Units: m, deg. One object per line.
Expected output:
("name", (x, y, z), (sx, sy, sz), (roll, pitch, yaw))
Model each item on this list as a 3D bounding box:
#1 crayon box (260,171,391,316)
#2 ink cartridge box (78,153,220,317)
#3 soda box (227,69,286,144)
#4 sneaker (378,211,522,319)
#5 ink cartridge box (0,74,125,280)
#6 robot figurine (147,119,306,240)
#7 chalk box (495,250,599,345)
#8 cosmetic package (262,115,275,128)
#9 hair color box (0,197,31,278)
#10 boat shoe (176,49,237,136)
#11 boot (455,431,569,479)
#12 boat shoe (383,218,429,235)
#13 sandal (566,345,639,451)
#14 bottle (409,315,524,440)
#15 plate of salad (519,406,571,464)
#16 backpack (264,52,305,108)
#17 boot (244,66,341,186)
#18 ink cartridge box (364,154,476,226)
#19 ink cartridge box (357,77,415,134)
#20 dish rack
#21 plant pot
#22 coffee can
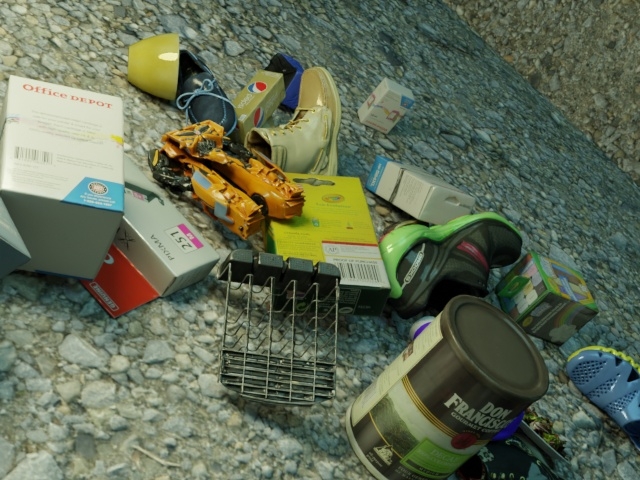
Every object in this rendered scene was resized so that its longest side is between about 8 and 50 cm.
("crayon box", (0.000, 0.000, 1.849), (0.202, 0.081, 0.318), (5, 41, -13))
("ink cartridge box", (-0.327, -0.023, 1.601), (0.275, 0.060, 0.239), (46, 29, 11))
("soda box", (-0.138, -0.278, 2.073), (0.058, 0.061, 0.181), (15, 47, 22))
("sneaker", (0.266, 0.067, 2.064), (0.483, 0.185, 0.202), (-12, 71, -47))
("ink cartridge box", (-0.389, -0.091, 1.460), (0.171, 0.168, 0.232), (11, 47, -22))
("robot figurine", (-0.174, -0.122, 1.812), (0.291, 0.085, 0.211), (39, 43, 26))
("chalk box", (0.488, 0.123, 2.240), (0.213, 0.132, 0.132), (23, 34, -29))
("cosmetic package", (-0.128, -0.234, 2.121), (0.060, 0.041, 0.115), (17, 37, -33))
("hair color box", (-0.542, -0.083, 1.287), (0.374, 0.185, 0.113), (56, 0, 25))
("boat shoe", (-0.249, -0.291, 2.005), (0.258, 0.109, 0.089), (53, -2, 45))
("boot", (0.340, 0.425, 1.711), (0.179, 0.085, 0.236), (8, 31, -41))
("boat shoe", (0.188, -0.025, 2.184), (0.049, 0.056, 0.152), (17, 10, 30))
("sandal", (0.661, 0.351, 2.146), (0.317, 0.126, 0.138), (37, 34, -2))
("bottle", (0.252, 0.242, 1.812), (0.118, 0.092, 0.283), (12, 24, -30))
("plate of salad", (0.401, 0.342, 1.872), (0.200, 0.048, 0.200), (43, 2, -2))
("backpack", (-0.074, -0.367, 2.312), (0.101, 0.098, 0.120), (21, 21, -45))
("boot", (-0.059, -0.234, 2.048), (0.203, 0.095, 0.261), (-1, 93, -45))
("ink cartridge box", (0.221, -0.106, 2.224), (0.148, 0.085, 0.203), (13, 16, -38))
("ink cartridge box", (0.164, -0.335, 2.504), (0.089, 0.122, 0.052), (20, 39, -30))
("dish rack", (-0.066, 0.141, 1.592), (0.208, 0.074, 0.271), (8, 56, -10))
("plant pot", (-0.333, -0.346, 1.979), (0.095, 0.134, 0.134), (2, 41, -13))
("coffee can", (0.198, 0.250, 1.601), (0.202, 0.275, 0.201), (28, 32, -19))
